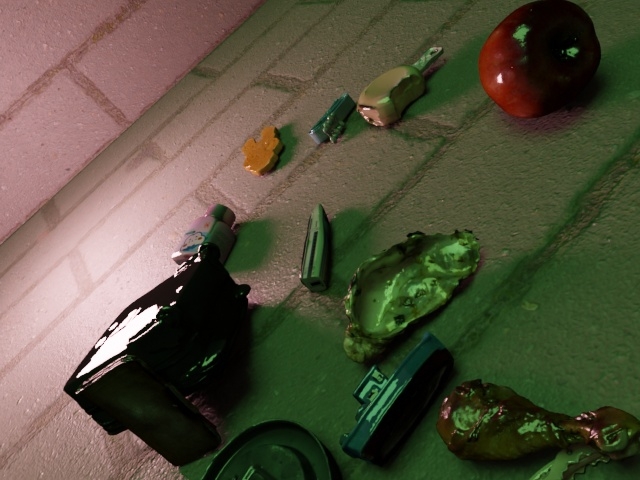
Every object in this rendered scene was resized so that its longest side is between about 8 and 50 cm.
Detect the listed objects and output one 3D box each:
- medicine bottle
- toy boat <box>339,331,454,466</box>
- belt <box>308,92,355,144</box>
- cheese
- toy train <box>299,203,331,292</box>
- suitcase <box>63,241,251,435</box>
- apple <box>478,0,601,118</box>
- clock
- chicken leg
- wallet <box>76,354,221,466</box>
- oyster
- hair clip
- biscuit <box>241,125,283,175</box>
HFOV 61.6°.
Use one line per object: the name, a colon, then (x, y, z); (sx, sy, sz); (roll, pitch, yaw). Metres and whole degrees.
medicine bottle: (-0.300, -0.004, 1.439); (0.119, 0.094, 0.187); (-7, 48, 35)
toy boat: (0.109, 0.231, 0.813); (0.097, 0.100, 0.223); (29, 71, 38)
belt: (0.044, -0.352, 1.532); (0.100, 0.065, 0.179); (3, 53, 56)
cheese: (0.223, -0.422, 1.428); (0.286, 0.082, 0.163); (-45, 37, -8)
toy train: (-0.001, 0.000, 1.198); (0.048, 0.055, 0.251); (-20, 41, 27)
suitcase: (-0.329, 0.200, 1.116); (0.340, 0.188, 0.345); (-31, 19, 16)
apple: (0.430, -0.361, 1.071); (0.234, 0.234, 0.233); (-24, 38, 21)
clock: (-0.089, 0.419, 0.828); (0.281, 0.055, 0.280); (-25, 39, 21)
chicken leg: (0.260, 0.232, 0.666); (0.252, 0.087, 0.107); (-11, 43, 45)
wallet: (-0.293, 0.311, 0.961); (0.137, 0.255, 0.031); (-31, 26, 14)
oyster: (0.158, 0.090, 0.949); (0.295, 0.094, 0.166); (-27, 55, 2)
hair clip: (0.270, 0.296, 0.653); (0.226, 0.034, 0.072); (-40, 32, -2)
biscuit: (-0.180, -0.275, 1.675); (0.144, 0.040, 0.236); (-37, 37, 16)
